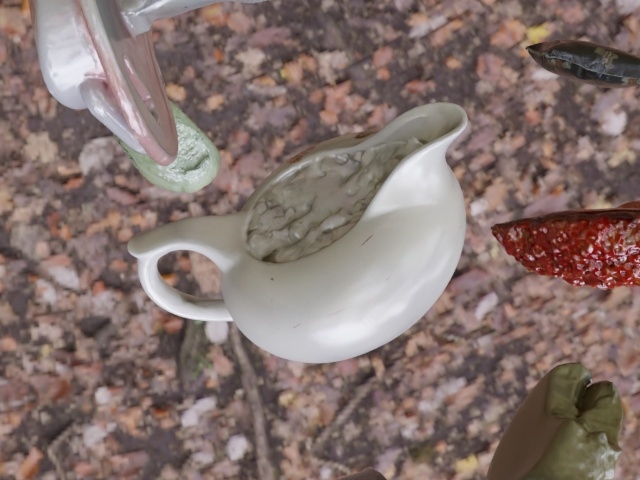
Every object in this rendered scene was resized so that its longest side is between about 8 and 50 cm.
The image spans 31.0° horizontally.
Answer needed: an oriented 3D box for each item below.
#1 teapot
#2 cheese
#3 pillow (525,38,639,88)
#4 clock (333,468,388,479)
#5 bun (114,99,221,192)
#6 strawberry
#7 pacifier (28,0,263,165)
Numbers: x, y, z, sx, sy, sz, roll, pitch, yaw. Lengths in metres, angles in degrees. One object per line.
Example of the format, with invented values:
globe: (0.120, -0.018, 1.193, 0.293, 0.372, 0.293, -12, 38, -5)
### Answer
teapot: (0.000, 0.000, 0.895, 0.298, 0.204, 0.139, -26, 131, 16)
cheese: (0.249, 0.225, 1.222, 0.091, 0.202, 0.175, 31, 146, -6)
pillow: (0.324, -0.209, 1.369, 0.150, 0.090, 0.048, 10, 87, -8)
clock: (0.051, 0.375, 1.097, 0.061, 0.313, 0.313, -8, 137, -14)
bun: (-0.247, -0.153, 1.739, 0.108, 0.221, 0.221, -45, 136, -3)
strawberry: (0.314, 0.010, 1.293, 0.228, 0.174, 0.098, -5, 94, 1)
pacifier: (-0.169, -0.230, 1.080, 0.220, 0.332, 0.273, 13, 139, -42)
